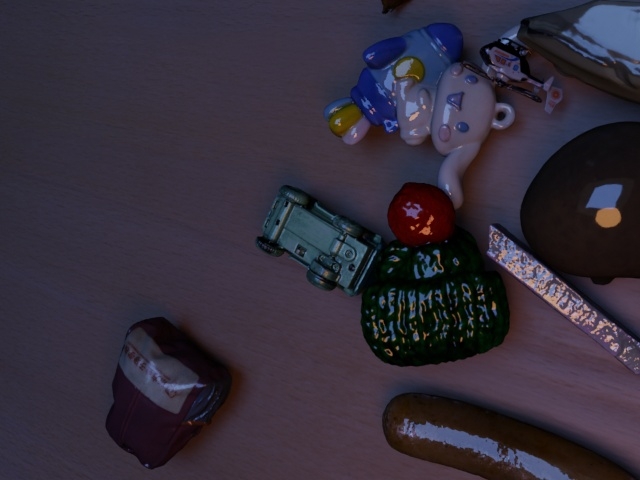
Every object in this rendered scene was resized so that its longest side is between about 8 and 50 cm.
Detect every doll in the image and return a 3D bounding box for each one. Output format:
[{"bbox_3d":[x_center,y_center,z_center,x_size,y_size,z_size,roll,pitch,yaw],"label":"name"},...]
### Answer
[{"bbox_3d":[0.203,-0.292,1.298,0.366,0.187,0.376,24,69,20],"label":"doll"}]

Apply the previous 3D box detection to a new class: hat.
[{"bbox_3d":[0.197,0.053,1.229,0.274,0.242,0.332,-9,95,13],"label":"hat"}]

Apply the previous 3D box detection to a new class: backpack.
[{"bbox_3d":[-0.377,0.378,1.570,0.283,0.197,0.317,34,107,27],"label":"backpack"}]

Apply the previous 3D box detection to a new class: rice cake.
[{"bbox_3d":[0.426,0.101,1.143,0.365,0.073,0.056,40,109,8],"label":"rice cake"}]

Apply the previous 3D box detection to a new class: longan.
[{"bbox_3d":[0.483,-0.046,1.091,0.300,0.243,0.300,17,130,22],"label":"longan"}]

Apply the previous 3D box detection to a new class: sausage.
[{"bbox_3d":[0.342,0.385,1.188,0.501,0.136,0.123,14,111,29],"label":"sausage"}]

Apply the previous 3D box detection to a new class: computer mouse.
[{"bbox_3d":[0.538,-0.293,1.086,0.429,0.228,0.145,16,102,28],"label":"computer mouse"}]

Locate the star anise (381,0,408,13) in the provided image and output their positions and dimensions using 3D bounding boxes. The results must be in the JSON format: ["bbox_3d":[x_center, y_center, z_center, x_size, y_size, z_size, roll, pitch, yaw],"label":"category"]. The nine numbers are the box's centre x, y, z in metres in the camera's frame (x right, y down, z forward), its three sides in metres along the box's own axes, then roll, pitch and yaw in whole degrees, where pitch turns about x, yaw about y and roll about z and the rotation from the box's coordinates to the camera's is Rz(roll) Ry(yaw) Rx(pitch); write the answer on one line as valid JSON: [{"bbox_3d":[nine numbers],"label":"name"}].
[{"bbox_3d":[0.209,-0.595,1.358,0.347,0.148,0.237,7,111,28],"label":"star anise"}]

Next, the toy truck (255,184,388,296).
[{"bbox_3d":[0.000,0.000,1.407,0.279,0.156,0.155,32,101,29],"label":"toy truck"}]

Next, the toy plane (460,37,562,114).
[{"bbox_3d":[0.358,-0.307,1.203,0.197,0.053,0.078,27,96,-8],"label":"toy plane"}]
